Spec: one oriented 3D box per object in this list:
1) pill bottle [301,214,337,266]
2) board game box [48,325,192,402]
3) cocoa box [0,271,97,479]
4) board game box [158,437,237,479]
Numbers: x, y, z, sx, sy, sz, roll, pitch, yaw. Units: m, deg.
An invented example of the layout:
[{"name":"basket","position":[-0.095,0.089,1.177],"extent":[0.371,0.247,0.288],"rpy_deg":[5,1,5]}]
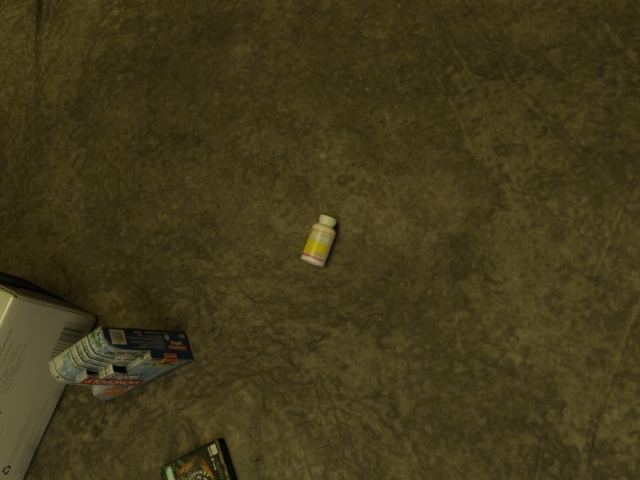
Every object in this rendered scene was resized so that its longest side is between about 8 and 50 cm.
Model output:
[{"name":"pill bottle","position":[0.000,0.000,1.403],"extent":[0.043,0.043,0.083],"rpy_deg":[18,83,27]},{"name":"board game box","position":[-0.362,0.221,1.443],"extent":[0.194,0.194,0.060],"rpy_deg":[-34,63,28]},{"name":"cocoa box","position":[-0.625,0.236,1.506],"extent":[0.228,0.231,0.347],"rpy_deg":[21,85,27]},{"name":"board game box","position":[-0.190,0.442,1.374],"extent":[0.126,0.026,0.186],"rpy_deg":[-28,67,15]}]
